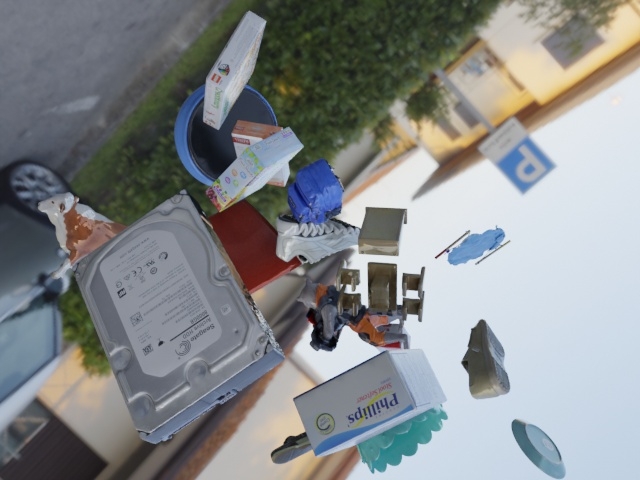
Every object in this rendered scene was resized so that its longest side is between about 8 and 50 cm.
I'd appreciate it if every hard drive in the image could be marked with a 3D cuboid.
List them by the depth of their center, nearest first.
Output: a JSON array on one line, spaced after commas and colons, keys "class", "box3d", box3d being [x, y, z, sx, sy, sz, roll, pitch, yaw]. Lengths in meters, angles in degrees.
[{"class": "hard drive", "box3d": [-0.232, 0.108, 1.094, 0.236, 0.339, 0.064, -34, 150, 2]}]

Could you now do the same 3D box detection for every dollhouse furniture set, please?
[{"class": "dollhouse furniture set", "box3d": [0.157, 0.060, 1.752, 0.212, 0.242, 0.161, 4, -148, 11]}]

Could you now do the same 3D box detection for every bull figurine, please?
[{"class": "bull figurine", "box3d": [-0.524, 0.010, 1.645, 0.188, 0.310, 0.101, -57, -146, 15]}]

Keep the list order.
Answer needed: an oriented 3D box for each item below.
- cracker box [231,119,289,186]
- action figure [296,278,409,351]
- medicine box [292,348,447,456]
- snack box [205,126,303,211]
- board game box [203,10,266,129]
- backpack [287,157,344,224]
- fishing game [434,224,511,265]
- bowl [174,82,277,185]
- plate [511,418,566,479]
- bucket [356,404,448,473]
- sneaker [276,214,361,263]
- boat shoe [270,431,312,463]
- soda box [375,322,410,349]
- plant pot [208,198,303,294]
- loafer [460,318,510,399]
[{"class": "cracker box", "box3d": [-0.195, -0.285, 2.317, 0.232, 0.155, 0.067, 83, 22, -54]}, {"class": "action figure", "box3d": [0.097, 0.188, 2.023, 0.341, 0.330, 0.179, -77, -172, -61]}, {"class": "medicine box", "box3d": [0.124, 0.379, 1.665, 0.263, 0.149, 0.289, -31, 161, 17]}, {"class": "snack box", "box3d": [-0.163, -0.176, 1.728, 0.207, 0.070, 0.174, -37, 180, 40]}, {"class": "board game box", "box3d": [-0.213, -0.399, 1.687, 0.193, 0.053, 0.305, -62, -174, -11]}, {"class": "backpack", "box3d": [-0.008, -0.088, 1.323, 0.101, 0.098, 0.120, -30, 166, -16]}, {"class": "fishing game", "box3d": [0.449, 0.011, 2.041, 0.264, 0.041, 0.189, 6, 141, -46]}, {"class": "bowl", "box3d": [-0.329, -0.381, 2.531, 0.391, 0.391, 0.077, -46, -149, -14]}, {"class": "plate", "box3d": [0.583, 0.543, 1.854, 0.024, 0.188, 0.188, -51, -177, 23]}, {"class": "bucket", "box3d": [0.205, 0.510, 2.011, 0.281, 0.183, 0.281, -28, 148, -19]}, {"class": "sneaker", "box3d": [0.000, 0.000, 1.847, 0.110, 0.292, 0.119, 23, -74, 51]}, {"class": "boat shoe", "box3d": [-0.071, 0.511, 1.740, 0.152, 0.049, 0.056, -1, 128, -48]}, {"class": "soda box", "box3d": [0.245, 0.340, 2.363, 0.263, 0.092, 0.084, 53, 40, -68]}, {"class": "plant pot", "box3d": [-0.247, 0.040, 1.944, 0.267, 0.236, 0.267, -30, -178, -18]}, {"class": "loafer", "box3d": [0.381, 0.280, 1.666, 0.092, 0.102, 0.268, -31, -165, 19]}]
